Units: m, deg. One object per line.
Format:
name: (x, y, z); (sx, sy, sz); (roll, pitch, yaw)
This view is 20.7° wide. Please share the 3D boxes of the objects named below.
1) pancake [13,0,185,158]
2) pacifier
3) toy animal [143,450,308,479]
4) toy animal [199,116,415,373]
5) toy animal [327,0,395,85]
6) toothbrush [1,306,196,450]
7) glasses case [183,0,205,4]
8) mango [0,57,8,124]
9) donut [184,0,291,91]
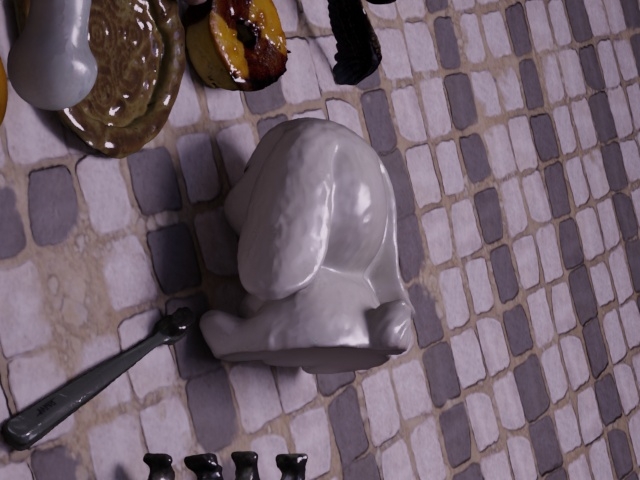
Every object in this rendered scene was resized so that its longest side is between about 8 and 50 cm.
pancake: (-0.219, -0.205, 1.751); (0.250, 0.031, 0.250); (21, 64, -52)
pacifier: (-0.244, -0.231, 1.585); (0.287, 0.238, 0.226); (-11, 112, -60)
toy animal: (-0.138, 0.286, 1.647); (0.343, 0.106, 0.168); (-17, 101, -52)
toy animal: (0.000, 0.000, 1.871); (0.271, 0.206, 0.265); (17, 69, -53)
toy animal: (0.017, -0.315, 2.034); (0.272, 0.197, 0.160); (19, 60, -50)
toothbrush: (-0.205, 0.127, 1.664); (0.030, 0.030, 0.297); (50, 35, 4)
glasses case: (-0.167, -0.398, 1.817); (0.122, 0.075, 0.314); (-162, -125, -75)
mango: (-0.343, -0.171, 1.470); (0.227, 0.109, 0.147); (56, 15, -31)
donut: (-0.095, -0.221, 1.929); (0.140, 0.059, 0.140); (25, 60, -52)
